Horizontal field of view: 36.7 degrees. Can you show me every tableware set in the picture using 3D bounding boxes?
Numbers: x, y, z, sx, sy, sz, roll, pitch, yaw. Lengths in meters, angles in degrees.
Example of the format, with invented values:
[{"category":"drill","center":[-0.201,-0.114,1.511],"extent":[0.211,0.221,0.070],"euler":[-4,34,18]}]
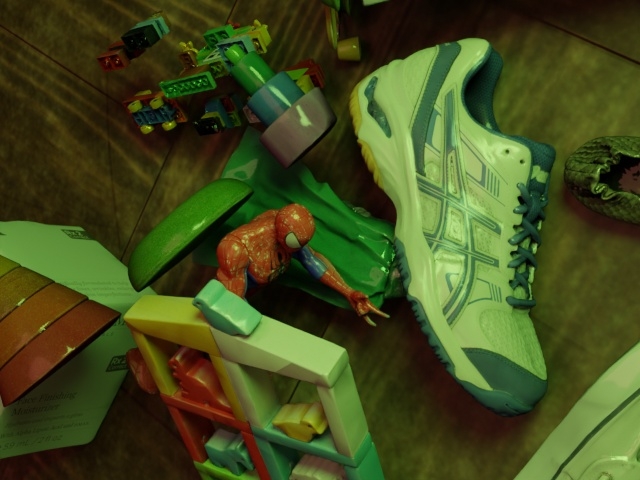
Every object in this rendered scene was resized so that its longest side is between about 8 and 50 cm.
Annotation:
[{"category":"tableware set","center":[0.018,-0.198,0.792],"extent":[0.024,0.154,0.104],"euler":[-4,70,6]}]

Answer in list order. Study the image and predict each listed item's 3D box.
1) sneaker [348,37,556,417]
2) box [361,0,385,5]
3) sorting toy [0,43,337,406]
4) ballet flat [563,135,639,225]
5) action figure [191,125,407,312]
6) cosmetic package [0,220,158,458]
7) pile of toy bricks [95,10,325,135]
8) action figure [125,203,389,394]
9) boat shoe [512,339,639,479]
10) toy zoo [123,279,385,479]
[{"category":"sneaker","center":[0.125,-0.018,0.733],"extent":[0.131,0.112,0.296],"euler":[-25,78,23]},{"category":"box","center":[0.136,-0.314,0.684],"extent":[0.262,0.127,0.231],"euler":[-7,107,32]},{"category":"sorting toy","center":[-0.158,-0.026,0.792],"extent":[0.365,0.127,0.126],"euler":[-42,91,3]},{"category":"ballet flat","center":[0.287,-0.033,0.660],"extent":[0.250,0.058,0.084],"euler":[13,95,32]},{"category":"action figure","center":[0.000,0.000,0.836],"extent":[0.232,0.063,0.137],"euler":[26,99,35]},{"category":"cosmetic package","center":[-0.288,0.095,0.960],"extent":[0.151,0.151,0.183],"euler":[37,107,27]},{"category":"pile of toy bricks","center":[-0.097,-0.169,0.893],"extent":[0.212,0.105,0.118],"euler":[-2,127,38]},{"category":"action figure","center":[-0.057,0.073,0.810],"extent":[0.139,0.091,0.280],"euler":[49,138,7]},{"category":"boat shoe","center":[0.200,0.168,0.684],"extent":[0.088,0.096,0.267],"euler":[42,110,23]},{"category":"toy zoo","center":[-0.046,0.143,0.767],"extent":[0.192,0.030,0.293],"euler":[11,135,32]}]
